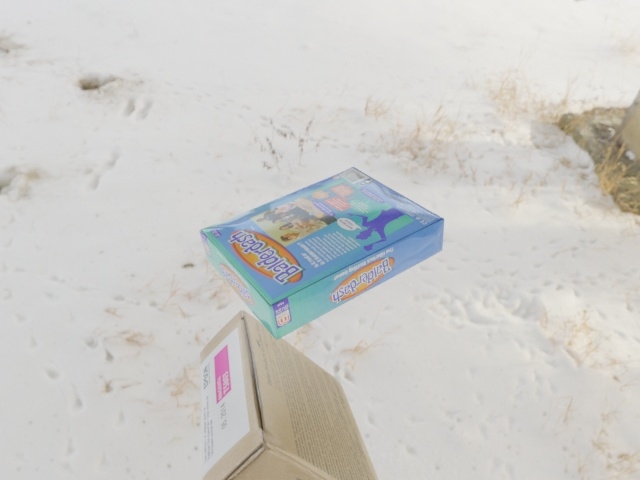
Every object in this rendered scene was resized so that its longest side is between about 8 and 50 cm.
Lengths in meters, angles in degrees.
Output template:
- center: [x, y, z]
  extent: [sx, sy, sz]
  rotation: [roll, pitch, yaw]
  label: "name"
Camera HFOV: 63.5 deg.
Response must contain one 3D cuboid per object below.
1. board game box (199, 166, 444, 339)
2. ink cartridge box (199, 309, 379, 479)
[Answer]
- center: [0.000, 0.000, 0.558]
  extent: [0.210, 0.047, 0.160]
  rotation: [-24, 39, -24]
  label: "board game box"
- center: [-0.039, 0.214, 0.591]
  extent: [0.088, 0.193, 0.234]
  rotation: [-45, 25, 8]
  label: "ink cartridge box"
